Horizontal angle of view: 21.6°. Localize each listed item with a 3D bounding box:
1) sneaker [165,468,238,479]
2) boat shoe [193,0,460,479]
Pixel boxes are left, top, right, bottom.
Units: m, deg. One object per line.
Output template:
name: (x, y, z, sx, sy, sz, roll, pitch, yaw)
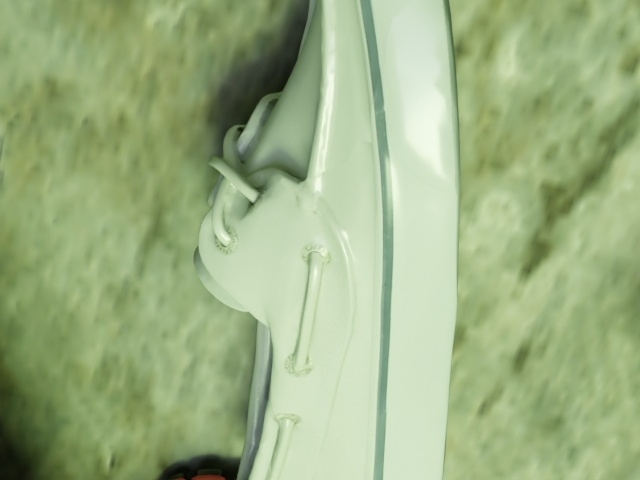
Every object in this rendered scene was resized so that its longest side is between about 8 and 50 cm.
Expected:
sneaker: (-0.058, 0.203, 0.680, 0.088, 0.093, 0.225, 5, 123, -1)
boat shoe: (0.000, 0.000, 0.550, 0.084, 0.095, 0.258, -2, 121, -1)
